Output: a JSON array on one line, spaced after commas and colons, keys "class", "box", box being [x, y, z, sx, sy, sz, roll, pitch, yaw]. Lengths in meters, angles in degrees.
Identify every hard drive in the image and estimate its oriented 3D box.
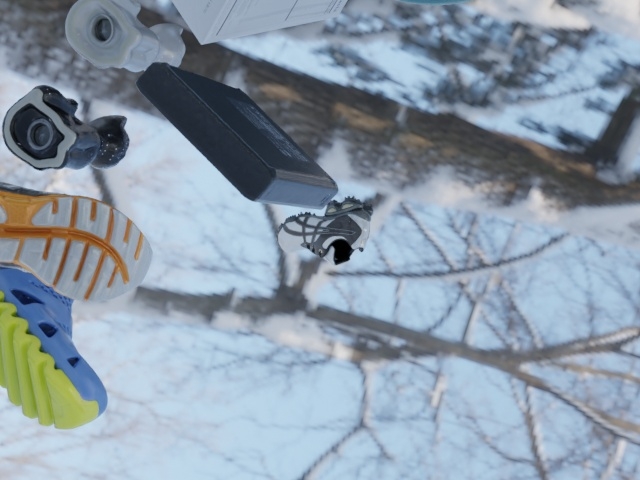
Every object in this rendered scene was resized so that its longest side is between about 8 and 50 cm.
[{"class": "hard drive", "box": [-0.044, -0.058, 0.803, 0.094, 0.135, 0.022, 45, -80, 12]}]

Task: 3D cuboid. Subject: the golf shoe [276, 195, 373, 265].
[{"class": "golf shoe", "box": [0.000, 0.000, 2.192, 0.198, 0.077, 0.093, -23, -120, 46]}]

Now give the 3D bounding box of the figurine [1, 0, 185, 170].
[{"class": "figurine", "box": [-0.240, -0.174, 1.597, 0.092, 0.209, 0.215, 35, -82, 13]}]

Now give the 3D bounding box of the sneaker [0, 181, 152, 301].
[{"class": "sneaker", "box": [-0.239, -0.010, 1.148, 0.083, 0.215, 0.084, 27, -82, 62]}]

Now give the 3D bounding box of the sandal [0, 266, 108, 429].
[{"class": "sandal", "box": [-0.310, 0.061, 1.476, 0.317, 0.138, 0.126, 49, -37, 24]}]

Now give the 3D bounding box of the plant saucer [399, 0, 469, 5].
[{"class": "plant saucer", "box": [0.109, -0.393, 1.451, 0.317, 0.318, 0.043, -39, -161, 38]}]

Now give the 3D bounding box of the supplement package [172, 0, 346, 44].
[{"class": "supplement package", "box": [-0.071, -0.368, 1.850, 0.134, 0.244, 0.139, 57, -42, 18]}]
